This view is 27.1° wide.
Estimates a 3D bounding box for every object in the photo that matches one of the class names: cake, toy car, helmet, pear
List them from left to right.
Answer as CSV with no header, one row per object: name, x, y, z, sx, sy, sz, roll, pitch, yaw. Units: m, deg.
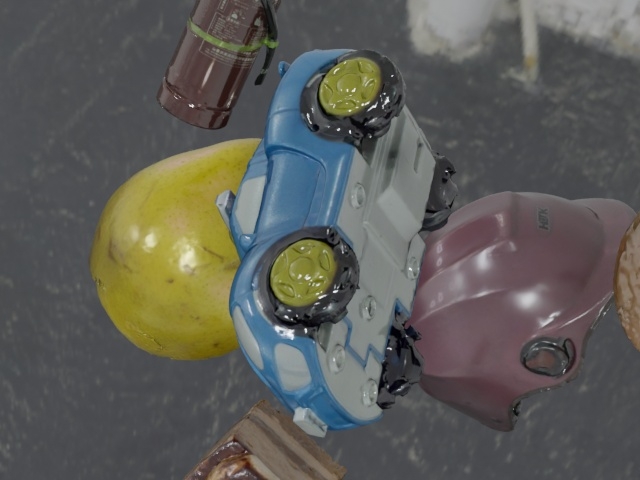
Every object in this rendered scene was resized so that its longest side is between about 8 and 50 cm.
pear,-0.150,0.008,1.815,0.336,0.285,0.285,-31,64,-19
cake,-0.106,0.393,2.006,0.196,0.199,0.293,44,13,3
toy car,0.000,0.000,1.067,0.166,0.198,0.314,1,65,27
helmet,0.208,0.058,1.600,0.197,0.338,0.271,25,40,-11

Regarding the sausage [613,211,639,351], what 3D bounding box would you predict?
sausage,0.302,0.045,0.894,0.253,0.123,0.123,20,45,-36

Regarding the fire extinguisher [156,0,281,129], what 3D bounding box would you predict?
fire extinguisher,-0.080,-0.298,1.597,0.141,0.341,0.105,2,34,-45
